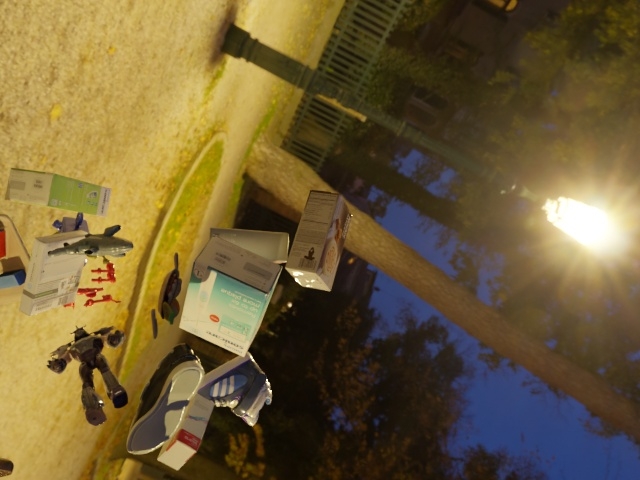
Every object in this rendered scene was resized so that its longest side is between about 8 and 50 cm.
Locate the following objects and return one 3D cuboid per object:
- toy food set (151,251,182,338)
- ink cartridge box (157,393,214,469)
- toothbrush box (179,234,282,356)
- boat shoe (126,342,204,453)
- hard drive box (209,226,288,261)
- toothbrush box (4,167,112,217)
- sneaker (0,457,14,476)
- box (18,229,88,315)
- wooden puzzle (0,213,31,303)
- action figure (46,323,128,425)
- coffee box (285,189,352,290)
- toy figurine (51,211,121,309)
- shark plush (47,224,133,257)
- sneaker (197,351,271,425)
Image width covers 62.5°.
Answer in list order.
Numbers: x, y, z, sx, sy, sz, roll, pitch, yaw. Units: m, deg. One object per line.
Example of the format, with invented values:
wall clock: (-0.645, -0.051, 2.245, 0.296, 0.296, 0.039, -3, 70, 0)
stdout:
toy food set: (-0.358, 0.132, 1.276, 0.132, 0.038, 0.192, 105, -4, -48)
ink cartridge box: (-0.397, 0.565, 1.568, 0.127, 0.072, 0.175, -48, -166, 30)
toothbrush box: (-0.259, 0.163, 1.492, 0.126, 0.216, 0.295, -64, 179, -49)
boat shoe: (-0.373, 0.380, 1.257, 0.302, 0.114, 0.091, -53, -138, 13)
hard drive box: (-0.225, 0.018, 1.614, 0.181, 0.232, 0.089, 161, -68, -78)
toothbrush box: (-0.947, -0.171, 1.923, 0.283, 0.206, 0.122, 18, 81, -69)
sneaker: (-0.783, 0.479, 1.175, 0.064, 0.192, 0.086, 104, -16, -48)
box: (-0.631, 0.075, 1.259, 0.186, 0.038, 0.145, -69, 166, 14)
wooden puzzle: (-1.182, 0.090, 1.890, 0.080, 0.322, 0.348, -67, 144, -60)
action figure: (-0.551, 0.297, 1.276, 0.185, 0.285, 0.099, -31, 139, -16)
coffee box: (0.000, 0.000, 1.497, 0.141, 0.098, 0.247, 57, 46, -59)
toy figurine: (-0.682, 0.005, 1.516, 0.362, 0.191, 0.217, 50, -50, 49)
shark plush: (-0.470, 0.008, 1.082, 0.067, 0.161, 0.073, -132, -131, -62)
sneaker: (-0.319, 0.555, 1.810, 0.322, 0.236, 0.130, -27, 174, -31)
